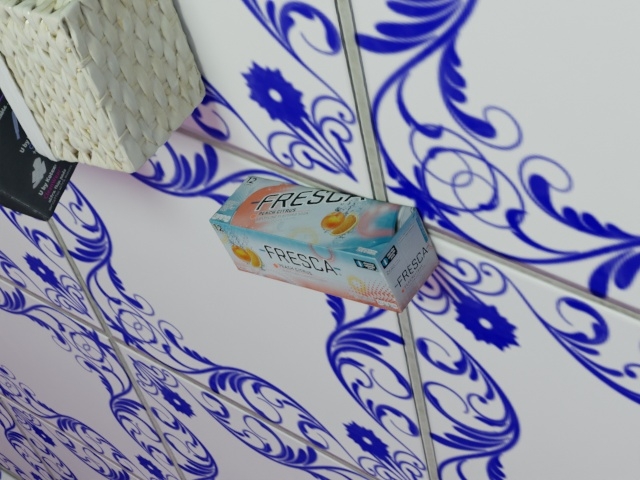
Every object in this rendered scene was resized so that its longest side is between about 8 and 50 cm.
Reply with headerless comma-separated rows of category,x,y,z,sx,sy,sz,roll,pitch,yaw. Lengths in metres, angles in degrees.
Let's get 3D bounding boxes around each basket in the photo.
basket,-0.171,-0.143,0.876,0.103,0.113,0.167,19,146,31

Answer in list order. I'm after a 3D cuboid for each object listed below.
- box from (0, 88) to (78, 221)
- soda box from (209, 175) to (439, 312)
box,-0.319,-0.145,0.932,0.165,0.143,0.270,18,168,34
soda box,0.000,0.000,0.936,0.183,0.058,0.063,13,142,40
